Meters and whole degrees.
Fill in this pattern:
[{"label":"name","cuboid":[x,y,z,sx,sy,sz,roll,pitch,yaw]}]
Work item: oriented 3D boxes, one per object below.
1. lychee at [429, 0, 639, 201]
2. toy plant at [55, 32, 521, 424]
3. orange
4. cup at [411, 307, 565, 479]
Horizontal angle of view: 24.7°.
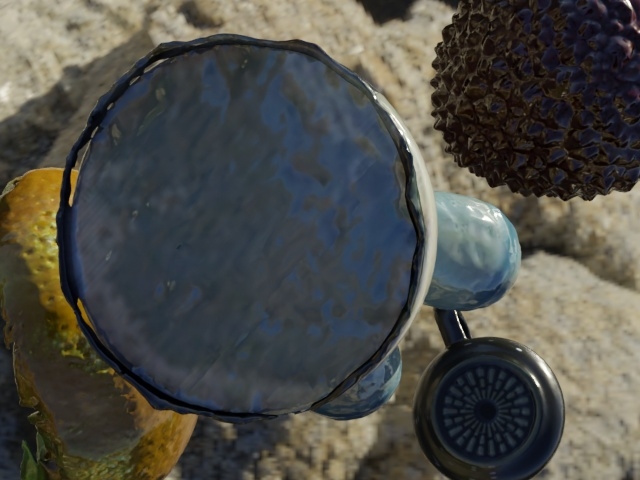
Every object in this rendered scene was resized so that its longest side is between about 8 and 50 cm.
[{"label":"lychee","cuboid":[0.274,-0.188,1.635,0.306,0.330,0.306,37,41,-41]},{"label":"toy plant","cuboid":[0.000,0.000,0.978,0.332,0.247,0.247,7,77,-72]},{"label":"orange","cuboid":[-0.197,0.104,1.287,0.262,0.196,0.335,-76,173,-57]},{"label":"cup","cuboid":[0.187,0.175,1.659,0.176,0.169,0.223,37,31,-72]}]
